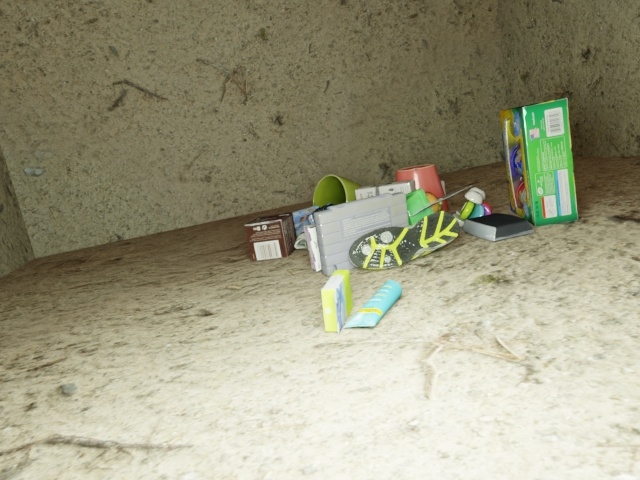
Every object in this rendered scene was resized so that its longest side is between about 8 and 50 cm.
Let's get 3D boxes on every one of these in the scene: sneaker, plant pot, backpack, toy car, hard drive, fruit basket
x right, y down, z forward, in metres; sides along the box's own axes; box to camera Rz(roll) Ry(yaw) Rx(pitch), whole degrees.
[{"bbox_3d":[0.282,0.023,1.605,0.385,0.145,0.147,-14,-19,-7],"label":"sneaker"},{"bbox_3d":[0.159,-0.199,2.480,0.294,0.274,0.275,-1,3,-37],"label":"plant pot"},{"bbox_3d":[0.036,-0.095,2.246,0.117,0.158,0.173,-23,8,23],"label":"backpack"},{"bbox_3d":[0.000,0.000,2.045,0.235,0.090,0.095,-8,24,29],"label":"sneaker"},{"bbox_3d":[0.641,-0.122,1.951,0.136,0.159,0.182,33,26,15],"label":"toy car"},{"bbox_3d":[0.497,-0.252,2.392,0.275,0.243,0.275,-10,12,2],"label":"plant pot"},{"bbox_3d":[0.652,-0.055,1.758,0.172,0.054,0.254,-12,11,-6],"label":"hard drive"},{"bbox_3d":[0.414,-0.122,1.956,0.353,0.165,0.327,-18,-2,-38],"label":"fruit basket"}]

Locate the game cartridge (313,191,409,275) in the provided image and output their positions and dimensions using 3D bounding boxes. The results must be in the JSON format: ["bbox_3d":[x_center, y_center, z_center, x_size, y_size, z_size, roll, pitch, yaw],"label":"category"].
[{"bbox_3d":[0.153,-0.032,1.653,0.355,0.230,0.068,-15,12,-24],"label":"game cartridge"}]

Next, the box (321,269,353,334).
[{"bbox_3d":[0.042,0.149,1.166,0.043,0.108,0.178,-3,13,16],"label":"box"}]

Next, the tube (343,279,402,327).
[{"bbox_3d":[0.141,0.166,1.175,0.080,0.052,0.207,-16,12,37],"label":"tube"}]

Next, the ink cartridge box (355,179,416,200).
[{"bbox_3d":[0.322,-0.174,2.275,0.273,0.198,0.115,-6,14,25],"label":"ink cartridge box"}]

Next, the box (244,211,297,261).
[{"bbox_3d":[-0.210,-0.019,2.065,0.169,0.166,0.203,-8,12,12],"label":"box"}]

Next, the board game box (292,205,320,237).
[{"bbox_3d":[-0.099,-0.074,2.284,0.212,0.160,0.039,-19,48,-39],"label":"board game box"}]

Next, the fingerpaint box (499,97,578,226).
[{"bbox_3d":[0.845,-0.311,1.860,0.163,0.444,0.371,-9,12,11],"label":"fingerpaint box"}]

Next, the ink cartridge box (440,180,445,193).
[{"bbox_3d":[0.563,-0.272,2.750,0.273,0.114,0.197,-13,11,-11],"label":"ink cartridge box"}]

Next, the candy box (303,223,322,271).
[{"bbox_3d":[0.052,0.009,1.703,0.196,0.164,0.070,-14,11,-15],"label":"candy box"}]
